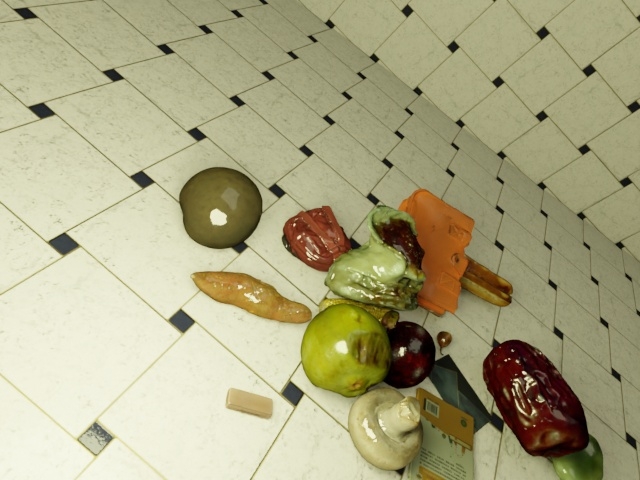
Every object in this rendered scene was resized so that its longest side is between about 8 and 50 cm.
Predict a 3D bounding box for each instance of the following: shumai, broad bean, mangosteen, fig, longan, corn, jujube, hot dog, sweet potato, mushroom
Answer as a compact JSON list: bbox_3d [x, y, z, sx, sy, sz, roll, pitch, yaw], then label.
[{"bbox_3d":[0.195,0.047,1.490,0.292,0.288,0.330,10,2,29],"label":"shumai"},{"bbox_3d":[0.838,0.720,1.627,0.228,0.100,0.169,-11,52,-31],"label":"broad bean"},{"bbox_3d":[0.229,0.320,1.433,0.210,0.210,0.209,22,42,-21],"label":"mangosteen"},{"bbox_3d":[0.058,0.271,1.314,0.240,0.239,0.271,15,28,-29],"label":"fig"},{"bbox_3d":[-0.283,-0.089,1.395,0.248,0.248,0.248,22,42,-21],"label":"longan"},{"bbox_3d":[0.117,0.224,1.514,0.260,0.091,0.091,14,13,-29],"label":"corn"},{"bbox_3d":[0.669,0.502,1.583,0.259,0.258,0.376,6,37,-36],"label":"jujube"},{"bbox_3d":[0.627,0.166,1.984,0.337,0.100,0.135,29,48,-12],"label":"hot dog"},{"bbox_3d":[-0.187,0.145,1.340,0.355,0.095,0.106,24,-4,-22],"label":"sweet potato"},{"bbox_3d":[0.414,0.345,1.681,0.050,0.050,0.083,29,59,-14],"label":"fig"},{"bbox_3d":[0.179,0.457,1.249,0.204,0.204,0.204,22,42,-21],"label":"mushroom"}]

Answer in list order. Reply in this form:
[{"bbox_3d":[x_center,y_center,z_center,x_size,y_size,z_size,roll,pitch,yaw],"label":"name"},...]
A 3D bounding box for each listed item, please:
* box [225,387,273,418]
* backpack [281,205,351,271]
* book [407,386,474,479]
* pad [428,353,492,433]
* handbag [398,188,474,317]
[{"bbox_3d":[-0.167,0.383,1.177,0.115,0.025,0.048,23,36,-21],"label":"box"},{"bbox_3d":[-0.001,0.002,1.590,0.229,0.139,0.229,22,40,-19],"label":"backpack"},{"bbox_3d":[0.345,0.582,1.405,0.208,0.020,0.295,32,40,-9],"label":"book"},{"bbox_3d":[0.437,0.486,1.590,0.164,0.004,0.243,-11,61,-45],"label":"pad"},{"bbox_3d":[0.392,0.039,1.800,0.304,0.116,0.410,28,61,-13],"label":"handbag"}]
